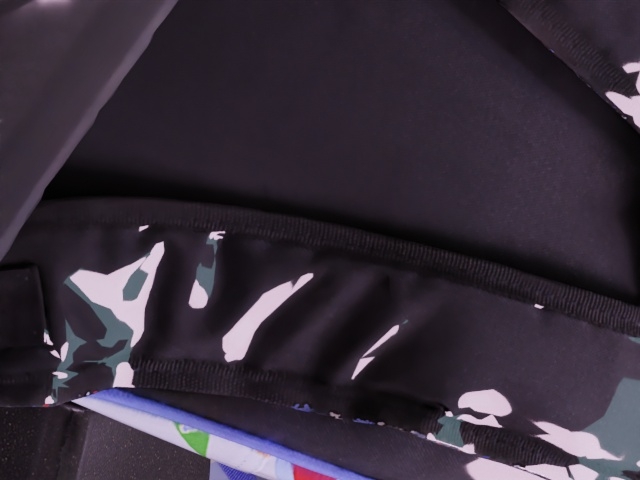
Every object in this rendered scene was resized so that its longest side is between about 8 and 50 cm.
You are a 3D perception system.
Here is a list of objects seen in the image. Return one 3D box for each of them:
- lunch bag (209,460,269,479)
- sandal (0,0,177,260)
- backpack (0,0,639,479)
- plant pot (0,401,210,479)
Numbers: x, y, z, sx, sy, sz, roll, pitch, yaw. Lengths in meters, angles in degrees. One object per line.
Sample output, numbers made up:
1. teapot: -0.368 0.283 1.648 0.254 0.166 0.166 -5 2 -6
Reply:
1. lunch bag: -0.011 0.321 1.132 0.328 0.385 0.239 -57 161 17
2. sandal: -0.162 0.001 0.430 0.107 0.167 0.445 18 110 -41
3. backpack: 0.015 -0.036 0.568 0.276 0.263 0.213 -63 -173 1
4. plant pot: -0.141 0.102 0.644 0.167 0.187 0.188 -67 164 7
